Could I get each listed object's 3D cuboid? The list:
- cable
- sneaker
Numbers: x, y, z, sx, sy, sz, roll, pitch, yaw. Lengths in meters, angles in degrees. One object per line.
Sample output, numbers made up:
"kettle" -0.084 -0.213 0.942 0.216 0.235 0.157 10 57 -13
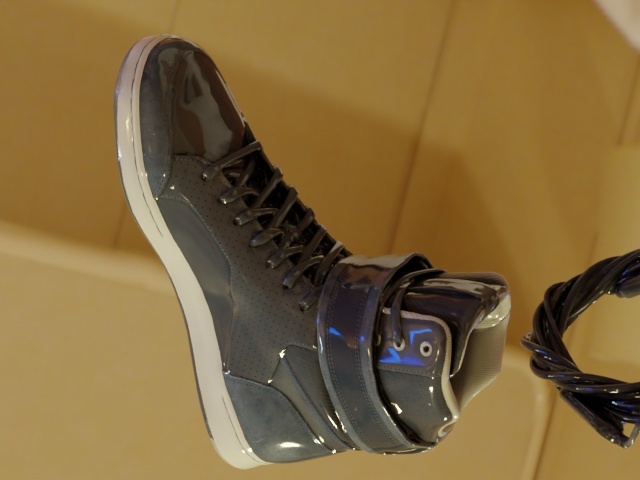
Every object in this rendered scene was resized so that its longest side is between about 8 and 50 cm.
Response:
"cable" 0.224 0.060 1.139 0.047 0.150 0.184 44 -177 -32
"sneaker" 0.001 0.000 0.746 0.163 0.226 0.086 -7 -161 36
